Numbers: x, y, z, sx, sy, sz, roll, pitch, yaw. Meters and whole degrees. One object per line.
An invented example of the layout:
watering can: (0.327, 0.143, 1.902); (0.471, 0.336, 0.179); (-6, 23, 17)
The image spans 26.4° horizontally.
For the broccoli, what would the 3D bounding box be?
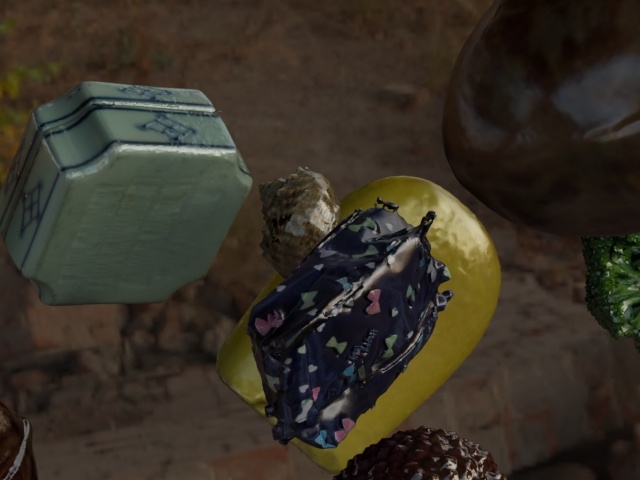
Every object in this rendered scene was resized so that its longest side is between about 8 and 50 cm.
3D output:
broccoli: (0.461, 0.031, 1.677); (0.269, 0.254, 0.269); (9, -3, 0)

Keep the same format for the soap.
soap: (0.070, 0.109, 1.975); (0.427, 0.306, 0.115); (-46, 8, -6)

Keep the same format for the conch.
conch: (0.000, 0.000, 1.688); (0.207, 0.130, 0.155); (39, 1, 14)

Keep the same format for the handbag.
handbag: (0.027, 0.079, 1.306); (0.113, 0.162, 0.260); (11, 41, 35)

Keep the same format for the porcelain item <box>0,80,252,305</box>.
porcelain item: (-0.255, -0.061, 1.753); (0.281, 0.286, 0.157); (0, 43, -35)

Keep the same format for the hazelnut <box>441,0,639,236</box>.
hazelnut: (0.201, -0.090, 0.919); (0.234, 0.218, 0.218); (-35, 14, 27)

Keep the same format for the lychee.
lychee: (0.072, 0.261, 1.196); (0.188, 0.188, 0.188); (-3, 26, 1)

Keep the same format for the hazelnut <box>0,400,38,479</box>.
hazelnut: (-0.377, 0.232, 1.315); (0.229, 0.229, 0.229); (-3, 26, 1)
